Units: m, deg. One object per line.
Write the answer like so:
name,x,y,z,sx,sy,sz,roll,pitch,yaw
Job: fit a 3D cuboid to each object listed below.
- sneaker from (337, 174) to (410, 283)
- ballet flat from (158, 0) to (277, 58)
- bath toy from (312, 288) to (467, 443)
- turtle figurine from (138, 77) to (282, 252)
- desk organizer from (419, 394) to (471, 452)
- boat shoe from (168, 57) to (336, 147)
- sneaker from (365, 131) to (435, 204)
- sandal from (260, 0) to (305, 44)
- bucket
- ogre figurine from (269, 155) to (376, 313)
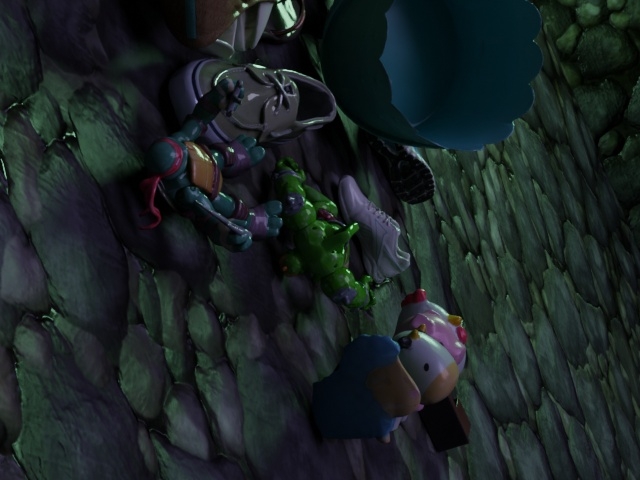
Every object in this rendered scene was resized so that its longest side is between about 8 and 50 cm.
sneaker,0.071,-0.021,1.953,0.152,0.061,0.053,64,23,-12
ballet flat,-0.105,-0.267,1.657,0.342,0.116,0.124,-59,149,-75
bath toy,0.101,0.138,1.748,0.348,0.151,0.129,-21,107,-72
turtle figurine,-0.109,-0.069,1.450,0.234,0.118,0.175,27,62,-72
desk organizer,0.154,0.210,1.976,0.130,0.047,0.050,65,18,-15
boat shoe,-0.072,-0.158,1.658,0.302,0.094,0.109,-13,84,-70
sneaker,0.123,-0.128,2.184,0.162,0.063,0.073,62,18,-23
sandal,-0.056,-0.298,1.879,0.090,0.060,0.219,70,20,-1
bucket,0.145,-0.259,2.028,0.281,0.183,0.281,-3,96,-31
ogre figurine,0.000,0.000,1.703,0.118,0.097,0.197,-60,140,-79
